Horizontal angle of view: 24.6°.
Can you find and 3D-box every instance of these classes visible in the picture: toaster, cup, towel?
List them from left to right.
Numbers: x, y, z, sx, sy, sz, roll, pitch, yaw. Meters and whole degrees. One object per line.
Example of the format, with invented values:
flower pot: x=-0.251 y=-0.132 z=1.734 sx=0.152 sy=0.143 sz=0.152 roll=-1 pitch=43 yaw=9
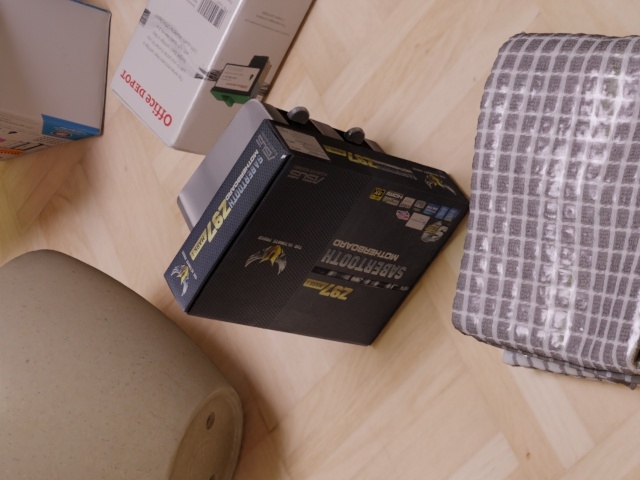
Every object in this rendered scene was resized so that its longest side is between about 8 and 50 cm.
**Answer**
cup: x=-0.220 y=0.199 z=1.497 sx=0.237 sy=0.331 sz=0.331 roll=16 pitch=93 yaw=21
toaster: x=-0.028 y=-0.033 z=1.420 sx=0.186 sy=0.168 sz=0.110 roll=-52 pitch=46 yaw=24
towel: x=0.228 y=-0.026 z=1.180 sx=0.235 sy=0.121 sz=0.284 roll=9 pitch=88 yaw=48

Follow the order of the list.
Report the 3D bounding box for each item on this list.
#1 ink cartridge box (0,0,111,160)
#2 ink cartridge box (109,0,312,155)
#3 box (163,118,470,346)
ink cartridge box: x=-0.406 y=-0.210 z=1.850 sx=0.232 sy=0.171 sz=0.168 roll=-9 pitch=74 yaw=46
ink cartridge box: x=-0.122 y=-0.221 z=1.610 sx=0.160 sy=0.092 sz=0.219 roll=45 pitch=114 yaw=43
box: x=0.000 y=0.000 z=1.331 sx=0.183 sy=0.232 sz=0.059 roll=-54 pitch=45 yaw=23
